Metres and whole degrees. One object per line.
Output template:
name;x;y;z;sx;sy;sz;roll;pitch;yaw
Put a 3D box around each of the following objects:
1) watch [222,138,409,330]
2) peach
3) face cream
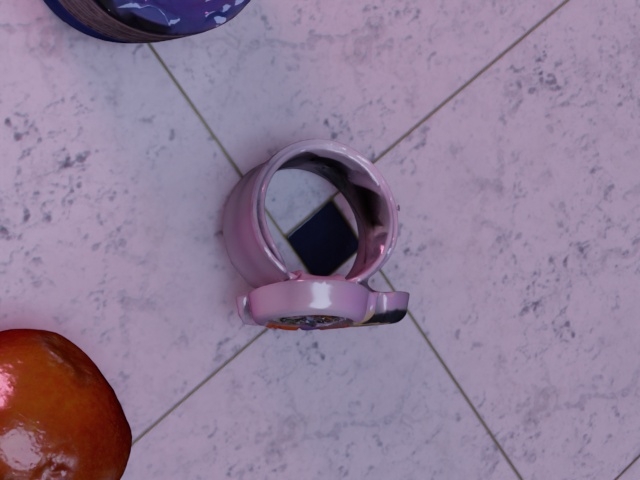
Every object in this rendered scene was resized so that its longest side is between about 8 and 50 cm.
watch;0.000;0.000;1.509;0.244;0.196;0.231;2;76;-25
peach;-0.334;0.218;1.353;0.243;0.199;0.244;3;84;-29
face cream;-0.194;-0.345;1.322;0.248;0.225;0.249;-4;100;-25
